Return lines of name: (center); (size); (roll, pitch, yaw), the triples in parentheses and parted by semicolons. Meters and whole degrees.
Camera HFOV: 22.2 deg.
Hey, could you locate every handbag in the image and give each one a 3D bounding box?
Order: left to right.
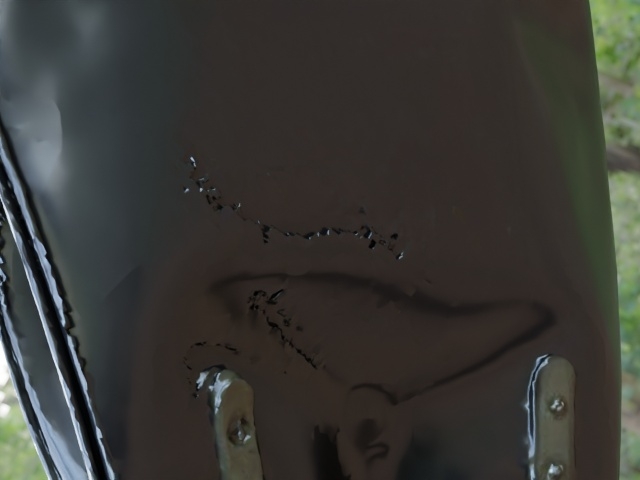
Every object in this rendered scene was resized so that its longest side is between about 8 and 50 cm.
handbag: (0.000, 0.000, 0.714); (0.152, 0.342, 0.288); (-31, 64, 55)
